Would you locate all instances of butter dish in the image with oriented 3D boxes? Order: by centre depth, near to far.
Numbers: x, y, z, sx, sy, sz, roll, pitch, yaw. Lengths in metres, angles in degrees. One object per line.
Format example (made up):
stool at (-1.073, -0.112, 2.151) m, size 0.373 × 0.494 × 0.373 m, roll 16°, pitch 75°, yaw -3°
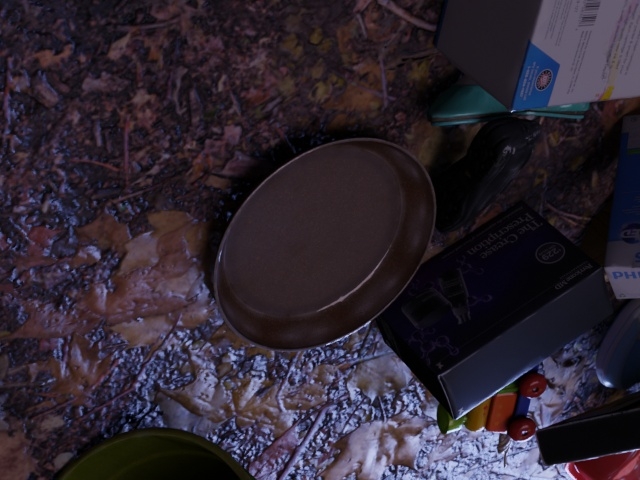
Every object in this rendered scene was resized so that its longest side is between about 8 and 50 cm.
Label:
butter dish at (0.518, 0.385, 2.235) m, size 0.160 × 0.118 × 0.160 m, roll -43°, pitch 136°, yaw 2°

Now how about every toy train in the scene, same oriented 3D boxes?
toy train at (0.236, 0.263, 1.972) m, size 0.143 × 0.105 × 0.248 m, roll -6°, pitch 127°, yaw -17°

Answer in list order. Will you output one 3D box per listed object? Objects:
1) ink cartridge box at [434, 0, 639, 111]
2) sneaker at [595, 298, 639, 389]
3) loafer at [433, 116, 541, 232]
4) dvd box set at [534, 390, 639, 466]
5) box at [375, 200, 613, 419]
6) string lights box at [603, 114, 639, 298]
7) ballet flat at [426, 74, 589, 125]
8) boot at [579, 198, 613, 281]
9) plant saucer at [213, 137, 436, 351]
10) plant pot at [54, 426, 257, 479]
ink cartridge box at (0.287, -0.271, 1.545) m, size 0.232 × 0.168 × 0.171 m, roll -8°, pitch 127°, yaw -29°
sneaker at (0.587, 0.147, 2.038) m, size 0.319 × 0.208 × 0.127 m, roll -47°, pitch 137°, yaw 6°
loafer at (0.204, -0.078, 1.656) m, size 0.078 × 0.076 × 0.223 m, roll -12°, pitch 156°, yaw -28°
dvd box set at (0.567, 0.244, 2.009) m, size 0.420 × 0.062 × 0.307 m, roll -10°, pitch 171°, yaw -45°
box at (0.225, 0.088, 1.765) m, size 0.261 × 0.184 × 0.103 m, roll -33°, pitch 135°, yaw -10°
string lights box at (0.460, -0.051, 1.754) m, size 0.077 × 0.133 × 0.260 m, roll 57°, pitch 39°, yaw -45°
ballet flat at (0.232, -0.191, 1.646) m, size 0.247 × 0.083 × 0.087 m, roll -7°, pitch 101°, yaw -31°
boot at (0.510, -0.020, 1.944) m, size 0.262 × 0.095 × 0.203 m, roll -53°, pitch 136°, yaw 5°
plant saucer at (0.000, 0.000, 1.641) m, size 0.310 × 0.050 × 0.310 m, roll -19°, pitch 131°, yaw -23°
plant pot at (-0.145, 0.459, 1.714) m, size 0.366 × 0.366 × 0.353 m, roll -45°, pitch 148°, yaw 4°
